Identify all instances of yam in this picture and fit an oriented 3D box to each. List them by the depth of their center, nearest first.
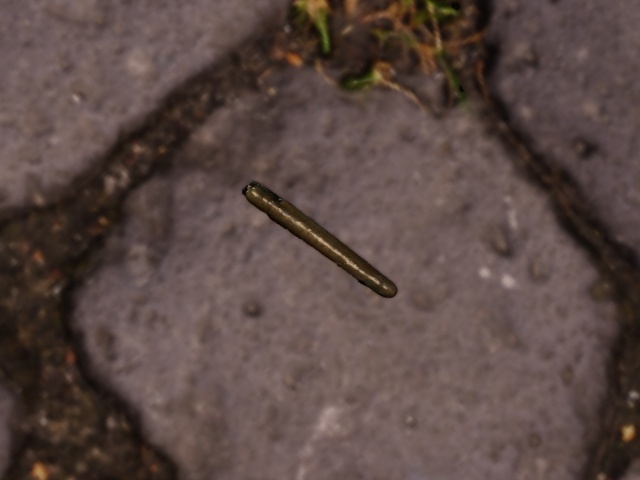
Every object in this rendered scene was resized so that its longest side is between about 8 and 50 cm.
[{"bbox_3d":[0.000,0.000,0.798,0.107,0.014,0.014,36,85,0],"label":"yam"}]
